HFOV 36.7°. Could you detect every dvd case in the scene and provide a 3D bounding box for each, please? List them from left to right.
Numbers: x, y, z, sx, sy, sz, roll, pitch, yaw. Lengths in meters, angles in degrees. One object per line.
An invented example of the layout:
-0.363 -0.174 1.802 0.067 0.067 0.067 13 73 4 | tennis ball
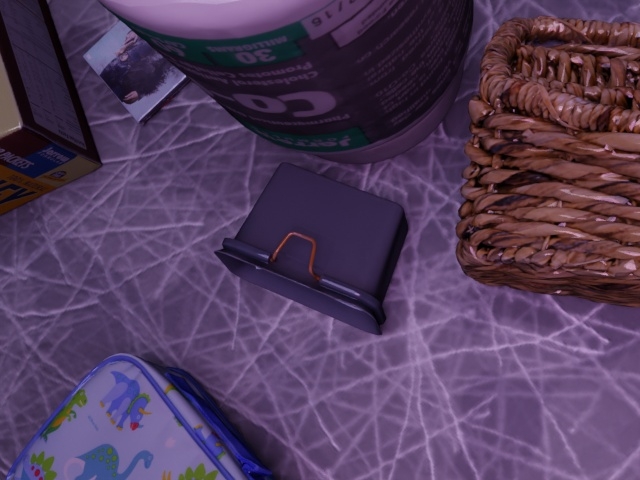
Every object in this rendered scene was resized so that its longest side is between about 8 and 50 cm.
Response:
-0.138 -0.170 0.837 0.119 0.013 0.087 -41 75 4 | dvd case

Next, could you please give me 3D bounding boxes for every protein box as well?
-0.327 -0.125 0.813 0.200 0.136 0.201 -23 76 9 | protein box

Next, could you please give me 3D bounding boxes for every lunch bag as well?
-0.123 0.200 0.713 0.176 0.090 0.219 -52 55 3 | lunch bag

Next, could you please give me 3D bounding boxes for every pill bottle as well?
-0.007 -0.171 0.623 0.204 0.361 0.204 -2 81 14 | pill bottle

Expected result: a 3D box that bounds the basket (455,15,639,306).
0.247 -0.065 0.622 0.299 0.213 0.222 9 85 15 | basket

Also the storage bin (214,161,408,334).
0.000 0.000 0.741 0.135 0.098 0.091 21 77 16 | storage bin
